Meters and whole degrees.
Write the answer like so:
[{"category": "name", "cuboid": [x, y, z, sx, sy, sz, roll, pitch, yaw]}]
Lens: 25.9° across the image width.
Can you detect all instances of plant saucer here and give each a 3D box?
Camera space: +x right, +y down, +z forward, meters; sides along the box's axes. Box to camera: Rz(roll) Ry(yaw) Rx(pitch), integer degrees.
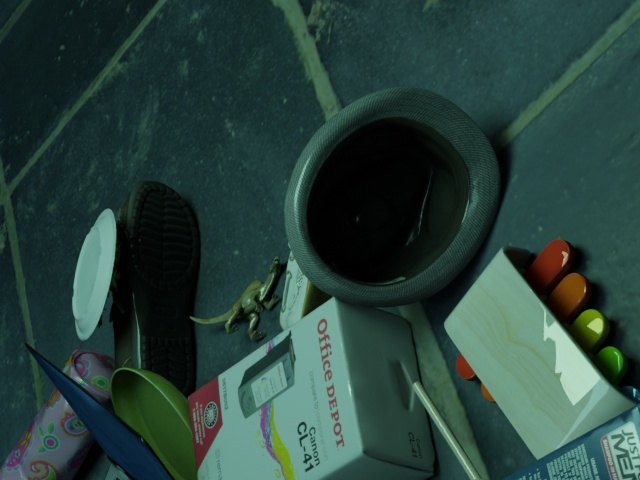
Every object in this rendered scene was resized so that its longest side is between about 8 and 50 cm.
[{"category": "plant saucer", "cuboid": [-0.209, 0.275, 1.950, 0.241, 0.037, 0.241, 38, 144, 34]}]

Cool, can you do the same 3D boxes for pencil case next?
[{"category": "pencil case", "cuboid": [-0.406, 0.309, 2.205, 0.284, 0.124, 0.124, -57, 40, 19]}]

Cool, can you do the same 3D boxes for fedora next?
[{"category": "fedora", "cuboid": [0.080, -0.047, 1.725, 0.275, 0.244, 0.124, -55, 5, -6]}]

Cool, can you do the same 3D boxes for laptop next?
[{"category": "laptop", "cuboid": [-0.310, 0.413, 1.945, 0.382, 0.236, 0.408, 25, 95, 52]}]

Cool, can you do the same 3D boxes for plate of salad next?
[{"category": "plate of salad", "cuboid": [-0.325, 0.052, 2.065, 0.200, 0.048, 0.200, -167, 90, -69]}]

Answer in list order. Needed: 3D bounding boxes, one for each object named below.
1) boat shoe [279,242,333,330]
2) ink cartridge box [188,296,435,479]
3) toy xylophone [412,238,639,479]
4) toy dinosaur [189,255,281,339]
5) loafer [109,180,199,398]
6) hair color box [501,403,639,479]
[{"category": "boat shoe", "cuboid": [0.000, 0.000, 1.854, 0.096, 0.098, 0.277, 17, 90, 51]}, {"category": "ink cartridge box", "cuboid": [-0.020, 0.241, 1.755, 0.306, 0.131, 0.226, -38, 48, 36]}, {"category": "toy xylophone", "cuboid": [0.226, 0.152, 1.533, 0.236, 0.081, 0.322, -48, 44, 26]}, {"category": "toy dinosaur", "cuboid": [-0.108, 0.099, 1.996, 0.183, 0.053, 0.092, -38, 33, 25]}, {"category": "loafer", "cuboid": [-0.275, 0.083, 2.120, 0.130, 0.134, 0.366, -23, 58, 43]}, {"category": "hair color box", "cuboid": [0.247, 0.294, 1.376, 0.347, 0.174, 0.105, -37, 48, 35]}]
